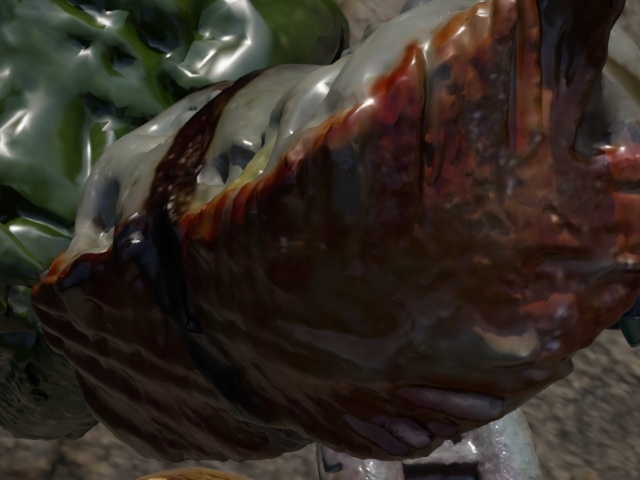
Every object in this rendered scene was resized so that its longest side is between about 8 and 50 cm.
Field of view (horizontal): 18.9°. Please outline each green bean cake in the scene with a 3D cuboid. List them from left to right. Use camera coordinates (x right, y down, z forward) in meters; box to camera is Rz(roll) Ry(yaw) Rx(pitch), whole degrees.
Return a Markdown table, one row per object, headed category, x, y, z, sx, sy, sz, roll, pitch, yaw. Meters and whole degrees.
| category | x | y | z | sx | sy | sz | roll | pitch | yaw |
| --- | --- | --- | --- | --- | --- | --- | --- | --- | --- |
| green bean cake | -0.178 | -0.094 | 1.042 | 0.218 | 0.335 | 0.319 | -36 | 26 | 61 |

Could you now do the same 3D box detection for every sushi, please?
| category | x | y | z | sx | sy | sz | roll | pitch | yaw |
| --- | --- | --- | --- | --- | --- | --- | --- | --- | --- |
| sushi | 0.000 | 0.000 | 0.641 | 0.130 | 0.124 | 0.332 | -48 | 17 | -25 |

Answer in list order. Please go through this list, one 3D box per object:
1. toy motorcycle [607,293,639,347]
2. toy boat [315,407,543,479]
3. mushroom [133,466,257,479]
| category | x | y | z | sx | sy | sz | roll | pitch | yaw |
| --- | --- | --- | --- | --- | --- | --- | --- | --- | --- |
| toy motorcycle | 0.151 | 0.005 | 0.696 | 0.173 | 0.100 | 0.058 | -11 | 81 | -9 |
| toy boat | 0.077 | 0.144 | 1.274 | 0.085 | 0.155 | 0.227 | 114 | 151 | -51 |
| mushroom | -0.083 | 0.348 | 1.707 | 0.233 | 0.208 | 0.301 | -21 | 80 | 53 |
